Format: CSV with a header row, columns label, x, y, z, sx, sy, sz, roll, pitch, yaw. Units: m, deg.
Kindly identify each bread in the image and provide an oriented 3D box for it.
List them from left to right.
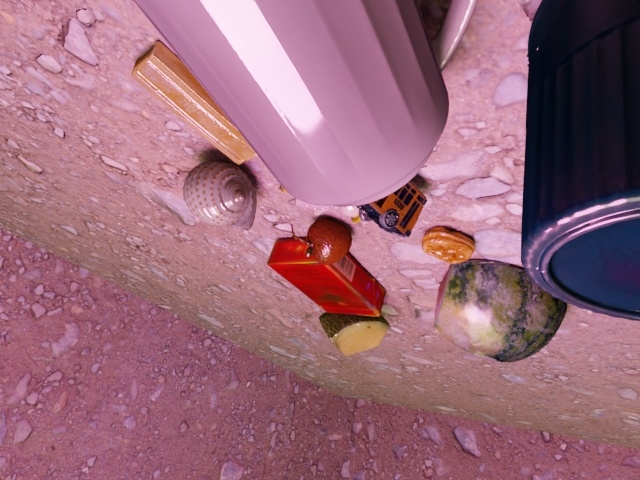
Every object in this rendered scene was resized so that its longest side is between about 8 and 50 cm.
label,x,y,z,sx,sy,sz,roll,pitch,yaw
bread,0.269,0.010,0.918,0.110,0.044,0.083,22,151,-8

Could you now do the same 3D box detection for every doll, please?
label,x,y,z,sx,sy,sz,roll,pitch,yaw
doll,0.021,-0.089,0.855,0.207,0.081,0.129,17,142,-1

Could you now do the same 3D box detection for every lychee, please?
label,x,y,z,sx,sy,sz,roll,pitch,yaw
lychee,0.004,-0.002,1.010,0.140,0.101,0.114,2,115,0

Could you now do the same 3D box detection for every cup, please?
label,x,y,z,sx,sy,sz,roll,pitch,yaw
cup,0.024,-0.224,0.455,0.322,0.237,0.327,-23,137,18
cup,0.339,-0.088,0.387,0.307,0.292,0.242,16,155,5

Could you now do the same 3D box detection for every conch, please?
label,x,y,z,sx,sy,sz,roll,pitch,yaw
conch,-0.214,-0.106,0.933,0.172,0.131,0.200,12,-163,-47

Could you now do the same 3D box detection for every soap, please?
label,x,y,z,sx,sy,sz,roll,pitch,yaw
soap,-0.211,-0.235,0.781,0.092,0.037,0.252,-11,141,45

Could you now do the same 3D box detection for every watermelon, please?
label,x,y,z,sx,sy,sz,roll,pitch,yaw
watermelon,0.430,0.158,1.004,0.305,0.224,0.180,15,-162,3

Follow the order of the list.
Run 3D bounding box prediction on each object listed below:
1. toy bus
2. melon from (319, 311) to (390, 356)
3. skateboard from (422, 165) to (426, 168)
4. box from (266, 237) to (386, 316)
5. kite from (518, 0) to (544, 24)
label,x,y,z,sx,sy,sz,roll,pitch,yaw
toy bus,0.099,-0.091,0.768,0.182,0.103,0.091,37,174,-30
melon,0.082,0.272,1.425,0.196,0.124,0.323,-7,-175,-13
skateboard,0.144,-0.125,0.731,0.032,0.064,0.083,-22,144,37
box,0.026,0.106,1.222,0.197,0.089,0.313,-4,145,36
kite,0.191,-0.318,0.365,0.310,0.015,0.169,33,152,-26
